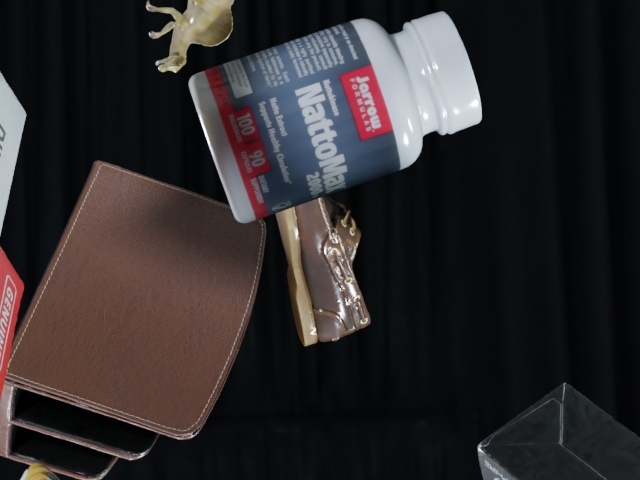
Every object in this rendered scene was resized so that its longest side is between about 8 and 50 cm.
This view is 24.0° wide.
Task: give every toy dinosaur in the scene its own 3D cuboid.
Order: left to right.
[{"bbox_3d":[-0.132,-0.264,1.693,0.092,0.183,0.053,40,173,10],"label":"toy dinosaur"}]

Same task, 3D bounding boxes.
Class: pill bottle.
[{"bbox_3d":[0.011,-0.089,1.020,0.180,0.108,0.108,-20,175,-2],"label":"pill bottle"}]

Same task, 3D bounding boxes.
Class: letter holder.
[{"bbox_3d":[-0.191,0.097,1.599,0.214,0.302,0.152,17,140,-1],"label":"letter holder"}]

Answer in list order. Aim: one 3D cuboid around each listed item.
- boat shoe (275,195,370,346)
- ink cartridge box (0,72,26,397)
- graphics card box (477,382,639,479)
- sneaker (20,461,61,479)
[{"bbox_3d":[0.000,0.000,1.339,0.073,0.207,0.073,-14,-143,-5],"label":"boat shoe"},{"bbox_3d":[-0.188,0.041,0.699,0.066,0.296,0.261,-11,136,13],"label":"ink cartridge box"},{"bbox_3d":[0.238,0.303,1.079,0.094,0.371,0.233,-32,-139,-18],"label":"graphics card box"},{"bbox_3d":[-0.238,0.299,1.320,0.112,0.131,0.296,36,163,29],"label":"sneaker"}]
